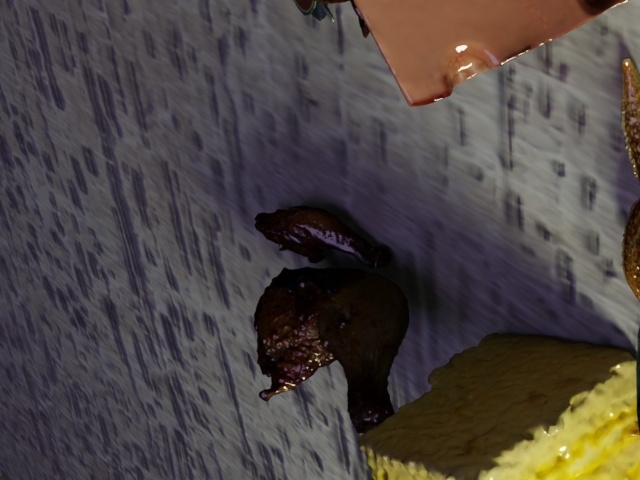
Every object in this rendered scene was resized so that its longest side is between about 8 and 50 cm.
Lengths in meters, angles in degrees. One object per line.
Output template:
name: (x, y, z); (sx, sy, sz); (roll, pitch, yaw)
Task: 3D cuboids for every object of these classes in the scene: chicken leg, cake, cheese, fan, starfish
chicken leg: (0.011, 0.103, 1.595); (0.083, 0.177, 0.322); (41, 163, -30)
cake: (0.203, 0.264, 1.415); (0.227, 0.222, 0.286); (5, 123, 59)
cheese: (0.111, -0.181, 1.144); (0.203, 0.177, 0.128); (-11, 109, 61)
fan: (-0.013, -0.243, 1.428); (0.133, 0.005, 0.085); (-124, 22, -44)
starfish: (0.281, -0.027, 1.163); (0.238, 0.057, 0.213); (55, 145, 3)
chicken leg: (-0.005, -0.004, 1.662); (0.093, 0.053, 0.205); (43, 167, -25)

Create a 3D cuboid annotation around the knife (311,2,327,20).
knife: (0.000, -0.251, 1.427); (0.031, 0.018, 0.121); (43, 150, 20)

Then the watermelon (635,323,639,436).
watermelon: (0.390, 0.216, 1.134); (0.222, 0.319, 0.292); (-15, 129, 22)

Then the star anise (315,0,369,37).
star anise: (0.026, -0.254, 1.336); (0.157, 0.053, 0.212); (16, 129, 41)
